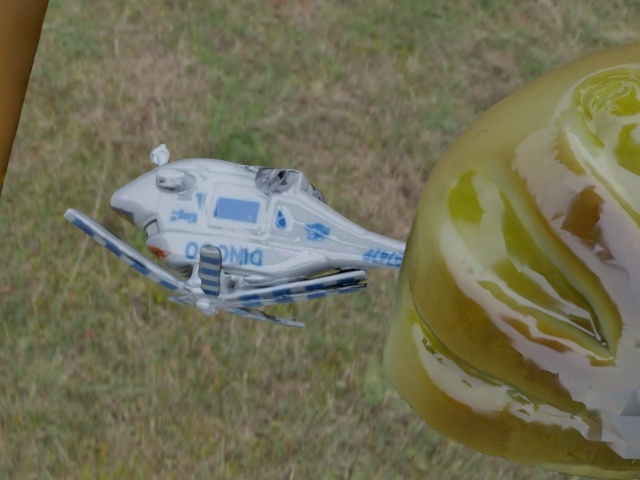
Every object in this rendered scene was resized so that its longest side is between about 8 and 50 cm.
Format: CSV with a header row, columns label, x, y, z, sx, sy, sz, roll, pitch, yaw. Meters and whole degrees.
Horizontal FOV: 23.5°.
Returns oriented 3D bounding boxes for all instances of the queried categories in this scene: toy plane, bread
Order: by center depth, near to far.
label,x,y,z,sx,sy,sz,roll,pitch,yaw
bread,0.179,0.072,0.708,0.333,0.333,0.160,23,23,7
toy plane,-0.001,-0.003,0.916,0.273,0.182,0.107,0,70,32

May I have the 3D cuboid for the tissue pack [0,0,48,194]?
label,x,y,z,sx,sy,sz,roll,pitch,yaw
tissue pack,-0.167,-0.077,0.319,0.194,0.275,0.145,6,25,-31
